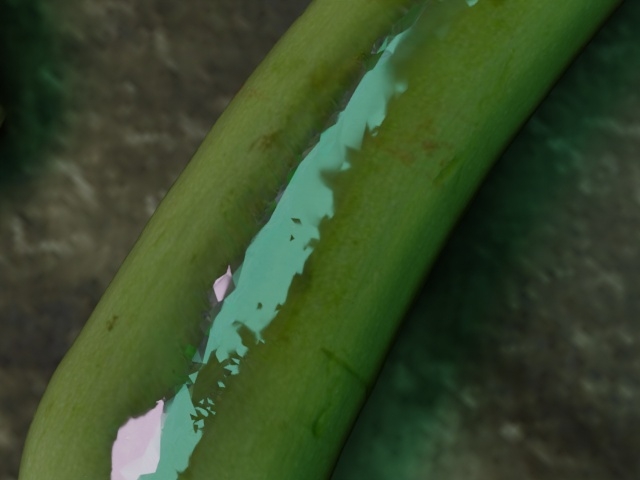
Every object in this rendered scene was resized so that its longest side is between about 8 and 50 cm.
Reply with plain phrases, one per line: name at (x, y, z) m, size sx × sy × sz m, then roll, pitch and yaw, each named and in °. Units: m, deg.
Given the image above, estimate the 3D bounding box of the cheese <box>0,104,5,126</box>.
cheese at (-0.225, -0.061, 0.541) m, size 0.255 × 0.050 × 0.127 m, roll -10°, pitch 77°, yaw -11°

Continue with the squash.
squash at (0.000, 0.000, 0.522) m, size 0.083 × 0.083 × 0.250 m, roll 32°, pitch 84°, yaw 12°
